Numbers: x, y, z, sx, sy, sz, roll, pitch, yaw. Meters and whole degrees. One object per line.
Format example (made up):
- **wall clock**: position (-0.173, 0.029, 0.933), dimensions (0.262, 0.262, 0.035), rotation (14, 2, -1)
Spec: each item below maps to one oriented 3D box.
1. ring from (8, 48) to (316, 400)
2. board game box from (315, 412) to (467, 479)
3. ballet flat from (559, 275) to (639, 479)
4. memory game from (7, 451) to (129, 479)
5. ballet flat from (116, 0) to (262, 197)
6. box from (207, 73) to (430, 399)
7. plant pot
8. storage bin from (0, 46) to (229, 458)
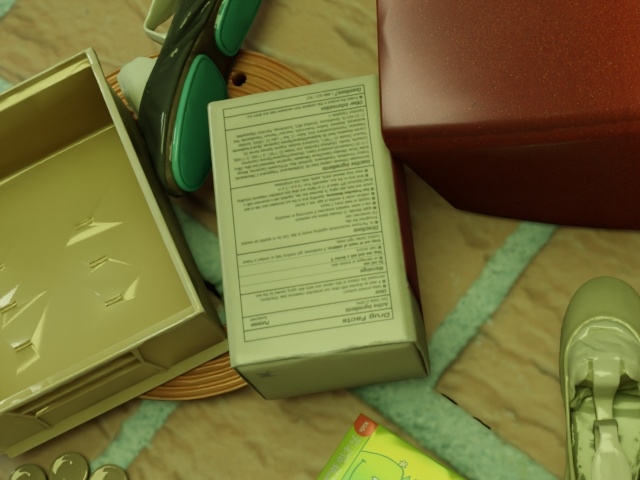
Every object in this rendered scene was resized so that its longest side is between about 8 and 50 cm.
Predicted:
- **ring**: position (-0.118, -0.018, 1.438), dimensions (0.337, 0.032, 0.336), rotation (-4, 72, 11)
- **board game box**: position (0.085, 0.228, 1.301), dimensions (0.181, 0.043, 0.092), rotation (31, 80, 20)
- **ballet flat**: position (0.231, 0.139, 1.278), dimensions (0.086, 0.086, 0.248), rotation (-2, 71, 12)
- **memory game**: position (-0.221, 0.273, 1.372), dimensions (0.186, 0.012, 0.186), rotation (-4, 70, 11)
- **ballet flat**: position (-0.118, -0.161, 1.429), dimensions (0.096, 0.095, 0.280), rotation (5, 61, 25)
- **box**: position (0.000, 0.000, 1.321), dimensions (0.149, 0.127, 0.232), rotation (-9, 71, 8)
- **plant pot**: position (0.185, -0.153, 1.306), dimensions (0.236, 0.267, 0.267), rotation (-9, 70, 23)
- **storage bin**: position (-0.247, 0.021, 1.371), dimensions (0.260, 0.123, 0.262), rotation (-26, 69, 3)
